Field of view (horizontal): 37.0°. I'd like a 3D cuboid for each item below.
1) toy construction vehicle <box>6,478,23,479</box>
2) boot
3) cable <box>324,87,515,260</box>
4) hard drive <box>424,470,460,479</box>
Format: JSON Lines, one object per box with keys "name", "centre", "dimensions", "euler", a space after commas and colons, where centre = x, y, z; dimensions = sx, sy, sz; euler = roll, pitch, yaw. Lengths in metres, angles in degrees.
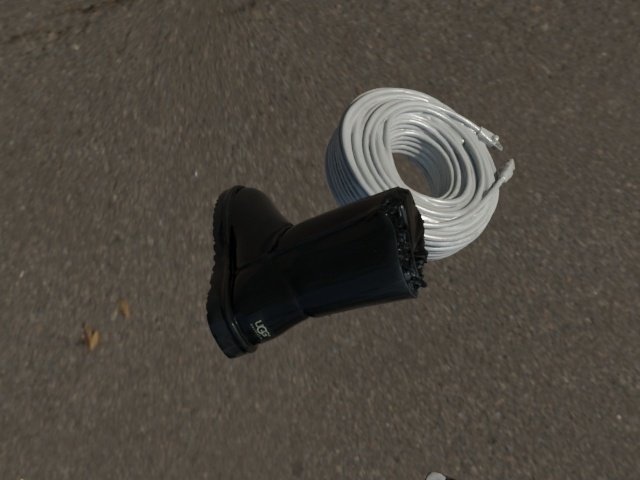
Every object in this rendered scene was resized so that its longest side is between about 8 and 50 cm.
{"name": "toy construction vehicle", "centre": [-0.295, 0.234, 0.892], "dimensions": [0.098, 0.035, 0.086], "euler": [18, 125, 21]}
{"name": "boot", "centre": [0.000, 0.000, 0.944], "dimensions": [0.207, 0.246, 0.094], "euler": [-20, 122, 12]}
{"name": "cable", "centre": [0.129, -0.097, 1.338], "dimensions": [0.257, 0.257, 0.089], "euler": [37, 141, -7]}
{"name": "hard drive", "centre": [0.176, 0.305, 0.542], "dimensions": [0.339, 0.064, 0.237], "euler": [21, 70, 14]}
